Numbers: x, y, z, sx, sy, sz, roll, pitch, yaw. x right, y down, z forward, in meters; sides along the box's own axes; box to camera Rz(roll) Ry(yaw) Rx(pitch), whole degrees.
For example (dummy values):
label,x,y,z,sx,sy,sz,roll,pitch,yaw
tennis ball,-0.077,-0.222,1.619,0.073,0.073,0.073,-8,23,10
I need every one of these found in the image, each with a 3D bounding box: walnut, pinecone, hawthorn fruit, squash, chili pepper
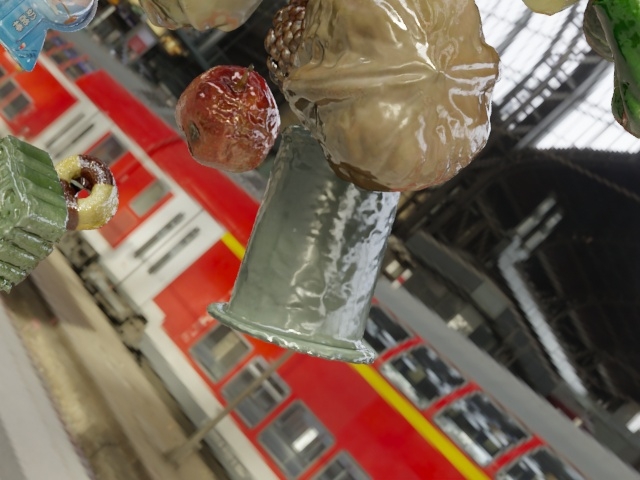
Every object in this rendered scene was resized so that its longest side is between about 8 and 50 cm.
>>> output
label,x,y,z,sx,sy,sz,roll,pitch,yaw
walnut,0.083,-0.181,1.125,0.227,0.273,0.273,22,4,-23
pinecone,0.037,-0.279,1.452,0.221,0.221,0.221,47,-6,7
hawthorn fruit,-0.171,-0.255,1.918,0.207,0.207,0.243,46,-36,15
squash,0.700,-0.509,2.203,0.165,0.252,0.252,55,-2,28
chili pepper,0.514,-0.242,1.509,0.385,0.167,0.213,51,-2,-26

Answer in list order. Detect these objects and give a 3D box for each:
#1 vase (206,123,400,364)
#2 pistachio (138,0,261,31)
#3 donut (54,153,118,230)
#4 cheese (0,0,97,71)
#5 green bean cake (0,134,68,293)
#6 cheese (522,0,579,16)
label,x,y,z,sx,sy,sz,roll,pitch,yaw
vase,0.000,0.000,1.369,0.245,0.291,0.245,17,4,-1
pistachio,-0.167,-0.513,1.451,0.281,0.445,0.365,6,-12,13
donut,-0.521,-0.110,2.173,0.073,0.166,0.184,109,-13,-54
cheese,-0.405,-0.356,1.471,0.052,0.245,0.135,-21,-61,39
green bean cake,-0.550,-0.039,1.703,0.125,0.227,0.222,27,30,-53
cheese,0.390,-0.518,1.544,0.316,0.128,0.259,129,-47,-61
